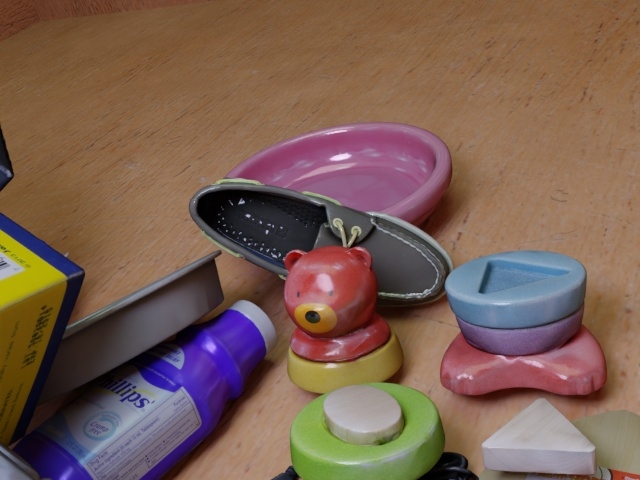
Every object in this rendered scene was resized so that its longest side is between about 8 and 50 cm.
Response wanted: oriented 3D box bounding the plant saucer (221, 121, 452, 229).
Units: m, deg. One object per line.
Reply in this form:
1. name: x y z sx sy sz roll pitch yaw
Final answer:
1. plant saucer: 0.017 -0.058 1.115 0.332 0.084 0.332 -10 30 6

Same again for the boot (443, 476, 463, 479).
1. boot: 0.091 0.229 0.557 0.099 0.045 0.121 31 58 34

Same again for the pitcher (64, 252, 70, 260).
1. pitcher: -0.418 0.101 1.018 0.207 0.126 0.178 -6 44 -7

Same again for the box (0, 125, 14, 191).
1. box: -0.689 -0.071 0.887 0.472 0.480 0.297 -51 34 1

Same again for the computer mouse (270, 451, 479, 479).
1. computer mouse: 0.005 0.238 0.629 0.184 0.060 0.262 2 33 26

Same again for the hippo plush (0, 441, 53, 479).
1. hippo plush: -0.213 0.298 0.536 0.294 0.234 0.236 36 69 8

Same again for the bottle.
1. bottle: -0.160 0.161 0.804 0.118 0.092 0.283 13 39 42

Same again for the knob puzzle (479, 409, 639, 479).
1. knob puzzle: 0.216 0.205 0.620 0.213 0.030 0.213 -12 29 7

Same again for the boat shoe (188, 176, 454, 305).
1. boat shoe: -0.001 0.004 0.908 0.305 0.109 0.091 18 5 10

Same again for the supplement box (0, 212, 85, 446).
1. supplement box: -0.371 0.096 0.563 0.195 0.194 0.356 32 24 11

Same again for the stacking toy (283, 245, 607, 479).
1. stacking toy: 0.098 0.085 0.728 0.308 0.130 0.279 -7 18 10

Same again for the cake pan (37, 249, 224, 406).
1. cake pan: -0.226 0.098 0.868 0.293 0.054 0.293 -27 4 2
